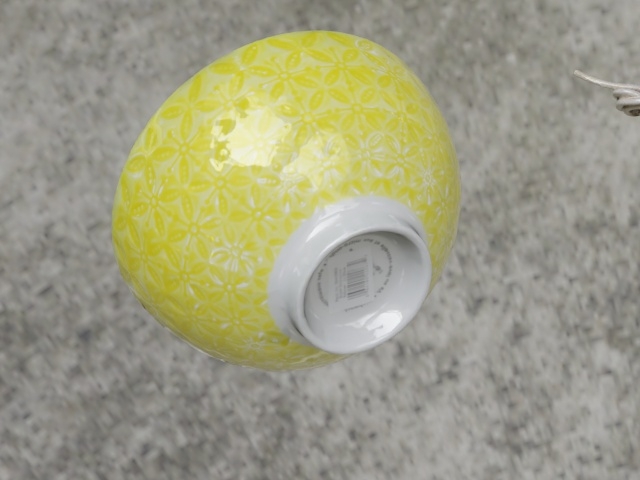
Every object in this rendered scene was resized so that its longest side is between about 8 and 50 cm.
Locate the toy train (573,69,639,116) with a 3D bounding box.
[{"bbox_3d":[0.288,-0.032,1.329,0.248,0.143,0.105,14,29,7],"label":"toy train"}]

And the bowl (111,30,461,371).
[{"bbox_3d":[0.000,0.000,1.438,0.289,0.289,0.156,-32,41,-7],"label":"bowl"}]
